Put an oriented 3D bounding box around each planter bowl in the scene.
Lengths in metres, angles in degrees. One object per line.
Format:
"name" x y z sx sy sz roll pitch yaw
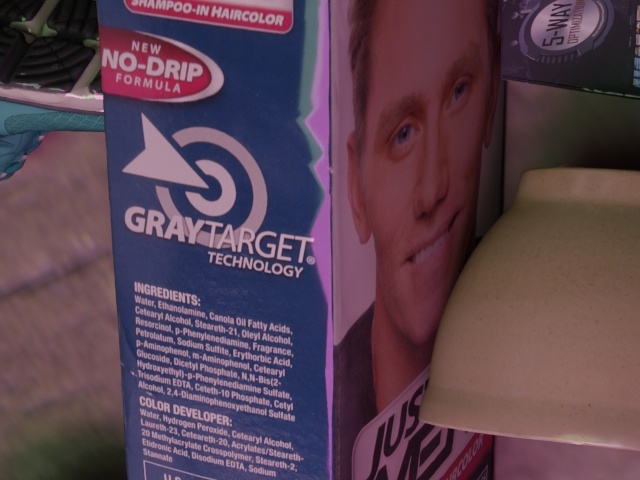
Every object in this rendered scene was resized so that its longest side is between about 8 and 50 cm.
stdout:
"planter bowl" 0.124 0.027 0.796 0.162 0.162 0.109 4 88 28

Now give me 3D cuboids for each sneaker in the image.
"sneaker" -0.168 -0.076 0.950 0.275 0.107 0.110 3 132 33

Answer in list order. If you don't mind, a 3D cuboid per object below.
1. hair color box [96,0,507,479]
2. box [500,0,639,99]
"hair color box" 0.000 0.000 0.827 0.105 0.174 0.347 10 117 24
"box" 0.109 -0.104 0.814 0.067 0.018 0.083 12 117 24
